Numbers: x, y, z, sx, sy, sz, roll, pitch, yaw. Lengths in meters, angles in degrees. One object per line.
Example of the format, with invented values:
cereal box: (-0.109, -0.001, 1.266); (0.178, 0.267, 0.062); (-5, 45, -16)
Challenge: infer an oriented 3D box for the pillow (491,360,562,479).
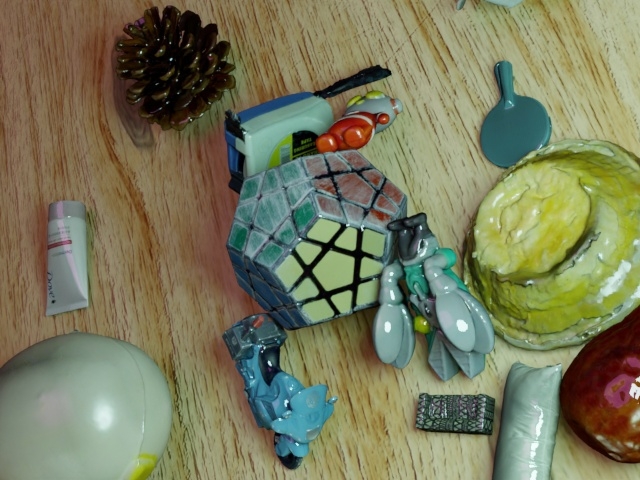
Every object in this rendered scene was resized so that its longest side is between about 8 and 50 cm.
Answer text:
pillow: (0.290, 0.290, 1.402); (0.144, 0.078, 0.254); (131, 151, -76)

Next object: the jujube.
jujube: (0.433, 0.170, 1.317); (0.190, 0.190, 0.255); (27, 74, 42)

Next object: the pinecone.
pinecone: (-0.309, -0.369, 2.092); (0.264, 0.264, 0.264); (-17, 60, 31)

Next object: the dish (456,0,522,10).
dish: (0.342, -0.450, 1.716); (0.234, 0.064, 0.154); (-27, 14, 26)

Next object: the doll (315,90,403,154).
doll: (0.075, -0.209, 1.760); (0.142, 0.076, 0.245); (-12, 20, 29)

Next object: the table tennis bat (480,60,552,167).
table tennis bat: (0.319, -0.213, 1.675); (0.124, 0.033, 0.201); (-19, 61, 28)

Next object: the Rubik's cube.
Rubik's cube: (0.000, 0.000, 1.665); (0.264, 0.319, 0.319); (-44, 44, -21)

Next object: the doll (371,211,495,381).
doll: (0.154, 0.103, 1.527); (0.258, 0.153, 0.195); (52, 139, 15)

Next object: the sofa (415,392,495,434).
sofa: (0.206, 0.264, 1.534); (0.118, 0.039, 0.060); (-5, 66, 36)

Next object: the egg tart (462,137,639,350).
egg tart: (0.344, -0.011, 1.497); (0.345, 0.132, 0.345); (-19, 57, 31)

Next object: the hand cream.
hand cream: (-0.565, 0.039, 2.220); (0.133, 0.083, 0.248); (-17, 70, 34)

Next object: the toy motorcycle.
toy motorcycle: (-0.073, 0.240, 1.688); (0.182, 0.123, 0.272); (-49, 60, 47)

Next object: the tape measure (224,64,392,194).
tape measure: (-0.018, -0.193, 1.864); (0.351, 0.215, 0.098); (-24, 41, -29)

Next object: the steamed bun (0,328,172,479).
steamed bun: (-0.451, 0.334, 1.832); (0.374, 0.334, 0.334); (-20, 59, 29)
